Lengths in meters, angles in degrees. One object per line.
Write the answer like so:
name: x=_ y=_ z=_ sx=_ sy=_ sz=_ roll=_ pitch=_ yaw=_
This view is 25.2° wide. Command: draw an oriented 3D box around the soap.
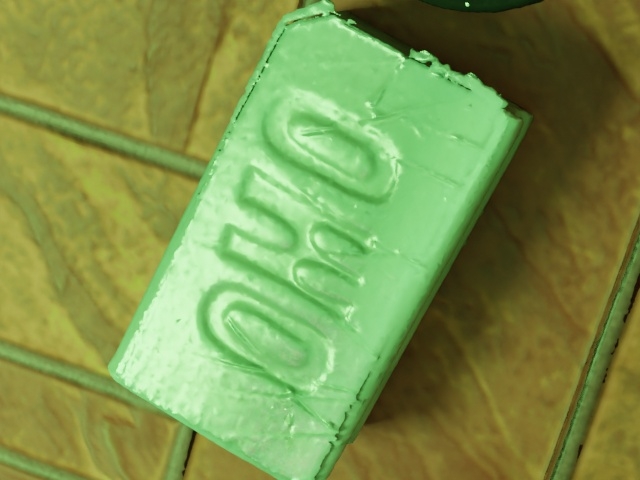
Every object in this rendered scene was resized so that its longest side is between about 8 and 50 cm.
soap: x=0.000 y=0.000 z=0.825 sx=0.150 sy=0.094 sz=0.261 roll=29 pitch=105 yaw=4

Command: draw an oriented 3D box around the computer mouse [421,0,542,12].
computer mouse: x=0.041 y=-0.228 z=0.775 sx=0.264 sy=0.088 sz=0.147 roll=33 pitch=122 yaw=2
